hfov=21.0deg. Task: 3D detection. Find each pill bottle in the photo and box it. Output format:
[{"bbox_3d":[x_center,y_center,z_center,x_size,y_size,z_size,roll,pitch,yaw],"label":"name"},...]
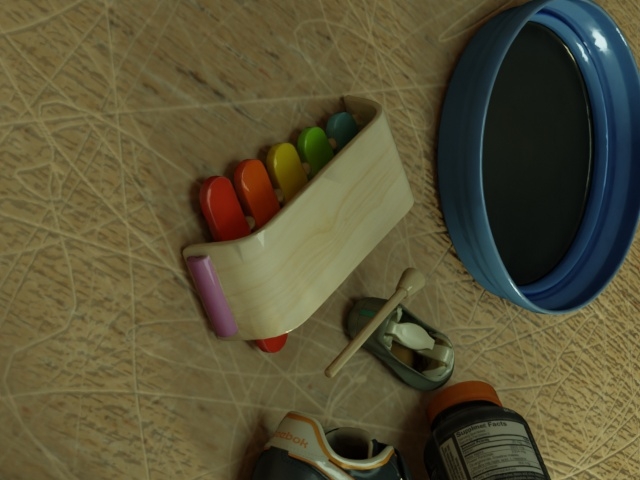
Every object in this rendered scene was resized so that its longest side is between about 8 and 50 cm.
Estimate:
[{"bbox_3d":[0.194,0.277,1.947,0.130,0.130,0.245,40,24,-45],"label":"pill bottle"}]

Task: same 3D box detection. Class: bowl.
[{"bbox_3d":[0.276,-0.105,2.125,0.391,0.077,0.391,-7,99,-50],"label":"bowl"}]

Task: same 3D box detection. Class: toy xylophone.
[{"bbox_3d":[0.000,0.000,1.792,0.323,0.081,0.236,-37,121,-43],"label":"toy xylophone"}]

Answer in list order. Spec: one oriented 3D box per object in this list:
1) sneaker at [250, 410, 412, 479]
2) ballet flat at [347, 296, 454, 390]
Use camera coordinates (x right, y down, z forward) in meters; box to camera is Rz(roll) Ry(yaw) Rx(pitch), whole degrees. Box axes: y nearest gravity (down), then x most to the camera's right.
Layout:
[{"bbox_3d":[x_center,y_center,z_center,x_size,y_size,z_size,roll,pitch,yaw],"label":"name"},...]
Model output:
[{"bbox_3d":[0.054,0.277,1.850,0.321,0.126,0.127,32,73,-47],"label":"sneaker"},{"bbox_3d":[0.110,0.123,1.949,0.213,0.068,0.072,33,69,-47],"label":"ballet flat"}]
